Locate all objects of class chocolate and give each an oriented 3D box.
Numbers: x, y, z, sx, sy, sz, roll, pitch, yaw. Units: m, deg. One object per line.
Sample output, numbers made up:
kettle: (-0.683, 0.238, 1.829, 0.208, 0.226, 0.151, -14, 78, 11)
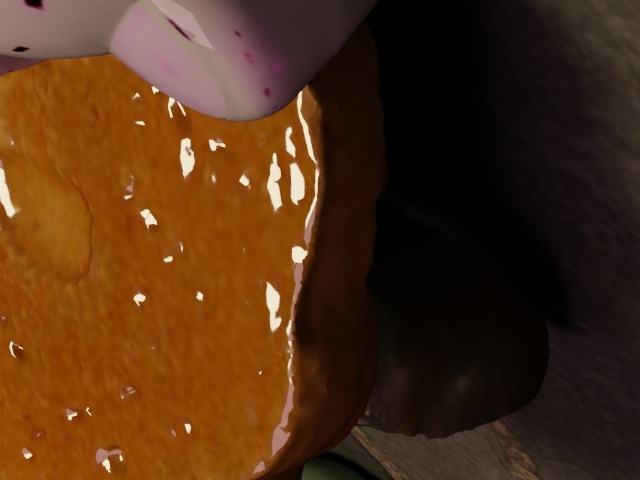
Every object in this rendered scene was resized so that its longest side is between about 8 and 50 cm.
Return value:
chocolate: (-0.001, -0.001, 0.643, 0.254, 0.157, 0.080, 32, 115, 32)

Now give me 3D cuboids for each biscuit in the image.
biscuit: (-0.112, 0.003, 0.582, 0.350, 0.078, 0.455, 20, 116, 35)

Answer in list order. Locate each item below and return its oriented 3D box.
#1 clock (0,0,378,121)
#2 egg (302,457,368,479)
clock: (-0.143, -0.167, 0.353, 0.322, 0.113, 0.295, 27, 161, 34)
egg: (-0.010, 0.305, 1.246, 0.168, 0.168, 0.231, 51, 161, -26)
